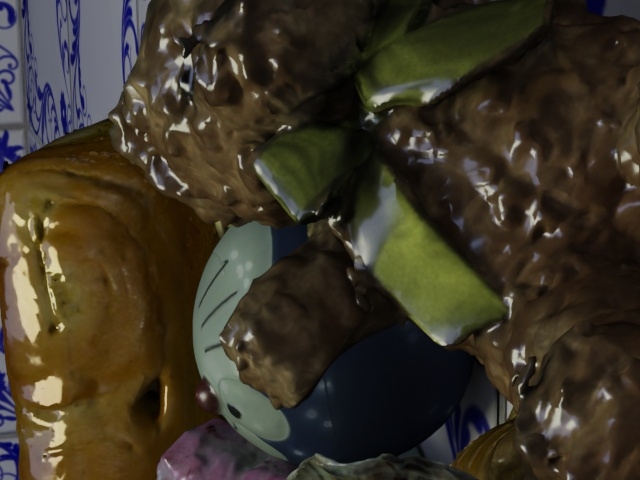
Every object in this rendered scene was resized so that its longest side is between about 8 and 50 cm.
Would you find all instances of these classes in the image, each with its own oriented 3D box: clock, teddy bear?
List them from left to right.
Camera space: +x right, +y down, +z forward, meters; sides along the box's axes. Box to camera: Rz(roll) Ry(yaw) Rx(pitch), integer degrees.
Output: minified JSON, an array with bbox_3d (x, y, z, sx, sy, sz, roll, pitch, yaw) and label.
[{"bbox_3d":[0.000,0.000,0.974,0.199,0.146,0.243,80,-178,-68],"label":"clock"},{"bbox_3d":[0.042,-0.044,0.666,0.246,0.222,0.296,-64,7,7],"label":"teddy bear"}]

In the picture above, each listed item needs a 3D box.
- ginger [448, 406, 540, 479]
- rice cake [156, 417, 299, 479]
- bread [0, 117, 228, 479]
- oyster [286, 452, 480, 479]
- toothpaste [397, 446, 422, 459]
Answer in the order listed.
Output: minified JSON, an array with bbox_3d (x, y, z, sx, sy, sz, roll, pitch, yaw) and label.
[{"bbox_3d":[0.097,0.110,0.790,0.081,0.115,0.205,45,147,8],"label":"ginger"},{"bbox_3d":[0.011,0.168,0.936,0.290,0.081,0.051,28,146,44],"label":"rice cake"},{"bbox_3d":[-0.108,0.077,1.284,0.337,0.148,0.328,-38,-56,-78],"label":"bread"},{"bbox_3d":[0.065,0.177,0.739,0.087,0.199,0.252,-70,-3,-46],"label":"oyster"},{"bbox_3d":[0.022,0.157,1.060,0.336,0.081,0.067,-115,24,-52],"label":"toothpaste"}]
